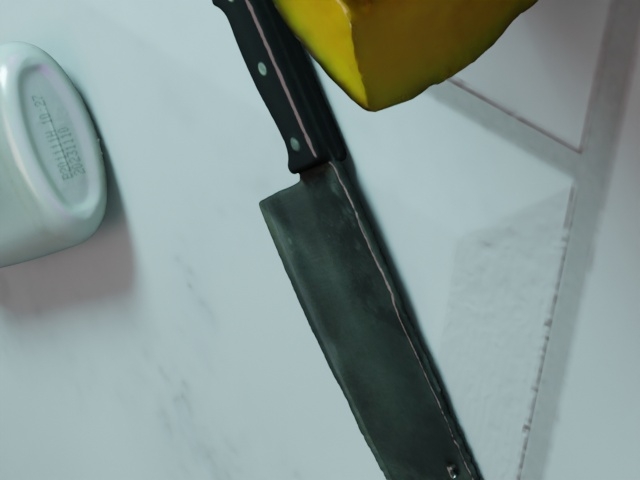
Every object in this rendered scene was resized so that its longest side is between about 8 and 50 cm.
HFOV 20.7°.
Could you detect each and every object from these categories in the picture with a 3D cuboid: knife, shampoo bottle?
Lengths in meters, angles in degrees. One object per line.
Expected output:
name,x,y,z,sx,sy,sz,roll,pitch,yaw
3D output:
knife,0.000,0.000,0.754,0.072,0.019,0.245,-19,95,54
shampoo bottle,-0.193,-0.035,0.942,0.221,0.051,0.108,-13,100,52

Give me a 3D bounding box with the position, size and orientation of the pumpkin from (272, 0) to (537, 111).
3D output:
pumpkin,0.002,-0.206,0.518,0.280,0.139,0.190,51,149,5
